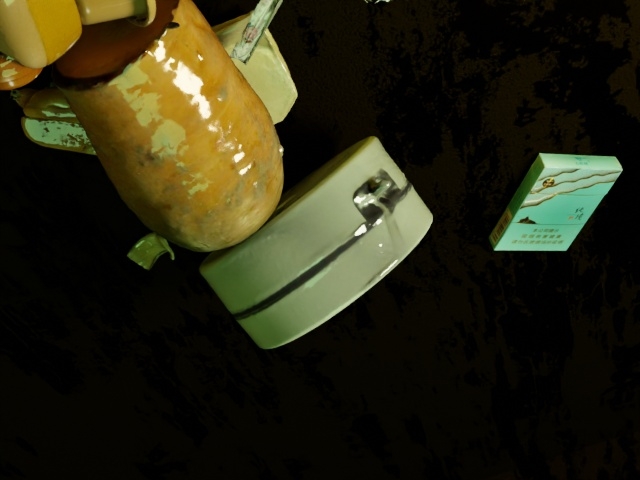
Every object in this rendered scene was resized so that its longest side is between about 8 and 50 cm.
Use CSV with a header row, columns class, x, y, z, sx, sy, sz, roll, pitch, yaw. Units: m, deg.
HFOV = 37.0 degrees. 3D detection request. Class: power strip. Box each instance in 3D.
class,x,y,z,sx,sy,sz,roll,pitch,yaw
power strip,0.000,0.000,1.430,0.357,0.357,0.161,-34,98,23

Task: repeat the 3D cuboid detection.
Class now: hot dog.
class,x,y,z,sx,sy,sz,roll,pitch,yaw
hot dog,-0.300,-0.168,1.349,0.270,0.072,0.109,10,134,-31

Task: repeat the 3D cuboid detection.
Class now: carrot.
class,x,y,z,sx,sy,sz,roll,pitch,yaw
carrot,-0.185,-0.145,1.217,0.224,0.224,0.340,-23,137,10

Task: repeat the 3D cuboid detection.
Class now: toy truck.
class,x,y,z,sx,sy,sz,roll,pitch,yaw
toy truck,-0.331,-0.303,1.022,0.212,0.288,0.204,-33,146,-18

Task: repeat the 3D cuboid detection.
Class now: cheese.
class,x,y,z,sx,sy,sz,roll,pitch,yaw
cheese,-0.276,0.014,1.613,0.084,0.041,0.060,-18,138,29

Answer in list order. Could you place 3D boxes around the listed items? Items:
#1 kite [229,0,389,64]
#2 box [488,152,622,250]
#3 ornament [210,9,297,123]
class,x,y,z,sx,sy,sz,roll,pitch,yaw
kite,-0.023,-0.373,1.178,0.406,0.014,0.368,5,129,-42
box,0.426,-0.065,1.751,0.162,0.041,0.229,1,140,-20
ornament,-0.123,-0.245,1.325,0.201,0.059,0.180,8,135,-25
